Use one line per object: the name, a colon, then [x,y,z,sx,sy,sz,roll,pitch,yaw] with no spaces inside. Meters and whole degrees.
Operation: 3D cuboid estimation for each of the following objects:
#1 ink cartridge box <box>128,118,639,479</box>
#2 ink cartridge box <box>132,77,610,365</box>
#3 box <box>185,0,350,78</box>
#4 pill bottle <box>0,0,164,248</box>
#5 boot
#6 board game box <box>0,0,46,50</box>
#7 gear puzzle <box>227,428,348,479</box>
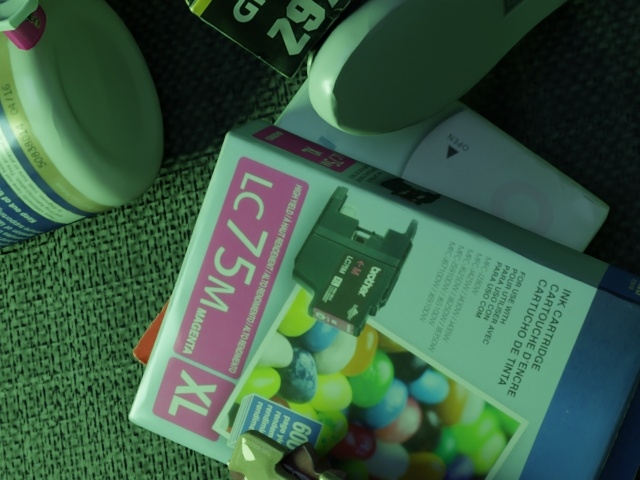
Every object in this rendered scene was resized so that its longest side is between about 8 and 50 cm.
ink cartridge box: [0.064,0.076,1.032,0.311,0.065,0.185,22,106,8]
ink cartridge box: [0.026,0.023,1.077,0.189,0.066,0.232,35,86,6]
box: [-0.006,-0.261,1.067,0.257,0.079,0.322,-51,27,10]
pill bottle: [-0.249,-0.059,1.213,0.265,0.153,0.153,-19,75,22]
boot: [0.057,-0.158,1.060,0.123,0.258,0.095,33,142,31]
board game box: [-0.342,-0.275,1.168,0.390,0.050,0.390,-5,66,13]
gear puzzle: [-0.013,0.272,1.070,0.175,0.044,0.339,28,119,15]
